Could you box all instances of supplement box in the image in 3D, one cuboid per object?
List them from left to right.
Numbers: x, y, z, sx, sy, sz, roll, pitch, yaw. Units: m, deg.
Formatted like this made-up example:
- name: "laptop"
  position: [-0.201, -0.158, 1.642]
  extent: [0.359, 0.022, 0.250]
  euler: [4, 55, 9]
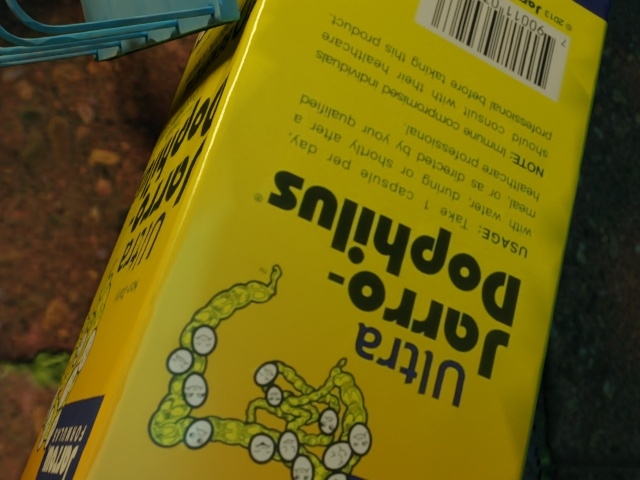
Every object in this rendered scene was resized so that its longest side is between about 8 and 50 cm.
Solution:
- name: "supplement box"
  position: [0.000, 0.000, 0.468]
  extent: [0.195, 0.194, 0.356]
  euler: [24, 68, -18]

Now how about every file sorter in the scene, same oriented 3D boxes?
- name: "file sorter"
  position: [-0.134, -0.151, 0.420]
  extent: [0.105, 0.170, 0.118]
  euler: [-18, 104, -32]
